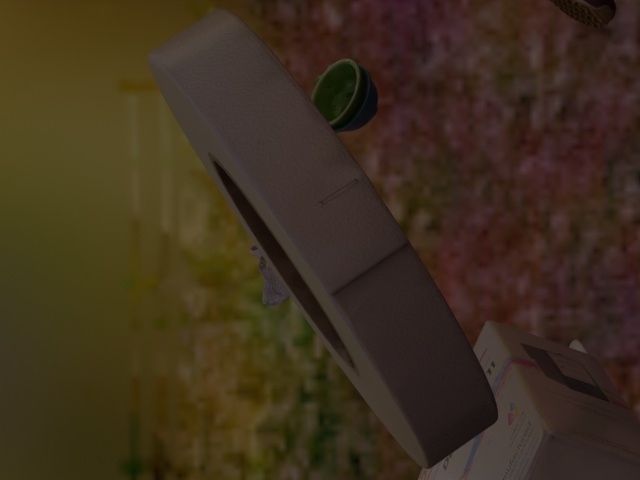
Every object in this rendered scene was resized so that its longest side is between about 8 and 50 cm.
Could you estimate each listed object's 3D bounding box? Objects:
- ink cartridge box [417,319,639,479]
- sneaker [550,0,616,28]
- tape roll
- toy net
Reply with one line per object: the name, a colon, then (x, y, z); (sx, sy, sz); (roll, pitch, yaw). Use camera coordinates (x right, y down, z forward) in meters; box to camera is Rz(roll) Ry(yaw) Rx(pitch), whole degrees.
ink cartridge box: (0.175, 0.206, 1.622); (0.353, 0.119, 0.207); (-108, 39, -74)
sneaker: (0.225, -0.267, 1.714); (0.069, 0.084, 0.185); (38, -174, -46)
tape roll: (0.000, 0.000, 1.427); (0.392, 0.072, 0.392); (56, 176, 7)
toy net: (-0.021, -0.056, 1.690); (0.122, 0.045, 0.232); (23, 88, 53)
